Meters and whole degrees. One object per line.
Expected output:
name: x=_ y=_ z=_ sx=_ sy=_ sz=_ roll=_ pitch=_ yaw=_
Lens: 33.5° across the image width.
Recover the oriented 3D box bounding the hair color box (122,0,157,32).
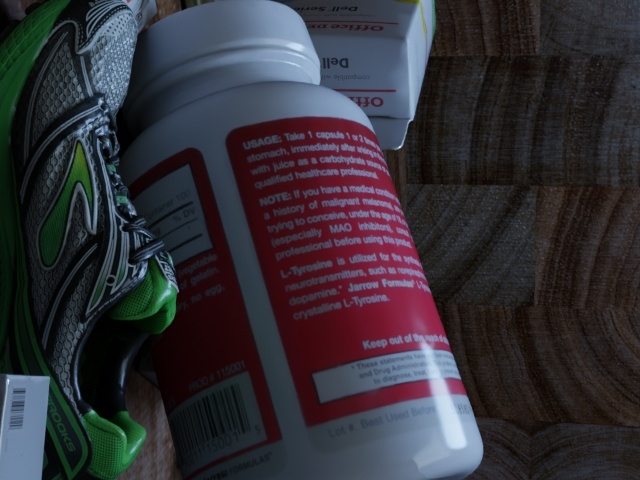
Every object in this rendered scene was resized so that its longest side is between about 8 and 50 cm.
hair color box: x=-0.174 y=-0.234 z=0.802 sx=0.093 sy=0.053 sz=0.167 roll=-72 pitch=158 yaw=-56

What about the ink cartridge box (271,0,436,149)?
ink cartridge box: x=0.030 y=-0.255 z=1.376 sx=0.353 sy=0.207 sz=0.119 roll=-73 pitch=162 yaw=-52

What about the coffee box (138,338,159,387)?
coffee box: x=-0.082 y=0.027 z=1.053 sx=0.098 sy=0.141 sz=0.246 roll=65 pitch=30 yaw=-65

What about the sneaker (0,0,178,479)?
sneaker: x=-0.154 y=-0.004 z=0.704 sx=0.134 sy=0.146 sz=0.343 roll=49 pitch=43 yaw=-72

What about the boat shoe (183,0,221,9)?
boat shoe: x=-0.090 y=-0.308 z=1.092 sx=0.104 sy=0.089 sz=0.285 roll=-64 pitch=153 yaw=-62

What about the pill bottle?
pill bottle: x=-0.037 y=0.022 z=0.865 sx=0.229 sy=0.229 sz=0.407 roll=52 pitch=20 yaw=-71

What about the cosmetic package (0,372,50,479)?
cosmetic package: x=-0.212 y=0.190 z=0.579 sx=0.060 sy=0.099 sz=0.239 roll=38 pitch=55 yaw=-78
